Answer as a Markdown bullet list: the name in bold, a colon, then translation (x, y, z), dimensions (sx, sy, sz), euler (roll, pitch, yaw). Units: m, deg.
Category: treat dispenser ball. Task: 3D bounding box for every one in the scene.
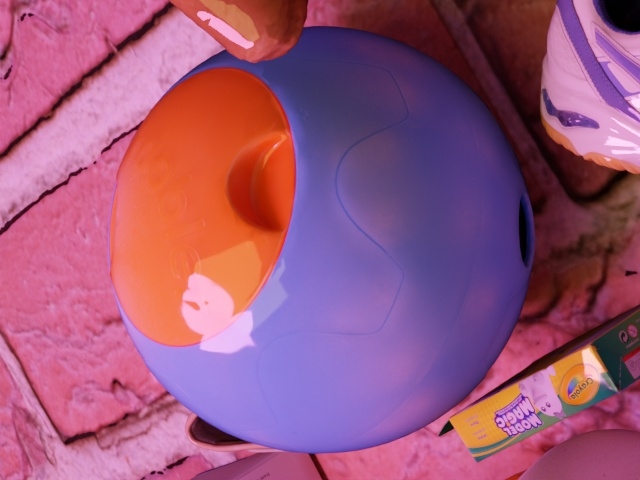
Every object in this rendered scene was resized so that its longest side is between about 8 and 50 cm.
- **treat dispenser ball**: translation (0.000, 0.000, 1.293), dimensions (0.288, 0.288, 0.288), euler (23, 127, 35)

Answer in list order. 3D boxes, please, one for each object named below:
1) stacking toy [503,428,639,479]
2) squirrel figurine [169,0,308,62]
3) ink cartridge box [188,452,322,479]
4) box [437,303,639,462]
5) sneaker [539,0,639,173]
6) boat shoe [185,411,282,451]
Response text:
- **stacking toy**: translation (0.059, 0.319, 1.343), dimensions (0.480, 0.351, 0.350), euler (-10, 104, 44)
- **squirrel figurine**: translation (-0.019, -0.378, 1.120), dimensions (0.397, 0.281, 0.370), euler (42, 128, 13)
- **ink cartridge box**: translation (-0.064, 0.320, 1.624), dimensions (0.171, 0.168, 0.232), euler (-26, 92, 49)
- **box**: translation (0.166, 0.098, 1.317), dimensions (0.179, 0.105, 0.043), euler (-32, 86, 50)
- **sneaker**: translation (0.252, -0.088, 1.124), dimensions (0.296, 0.112, 0.131), euler (23, 126, 34)
- **boat shoe**: translation (0.006, 0.121, 1.502), dimensions (0.285, 0.089, 0.104), euler (-25, 92, 49)
